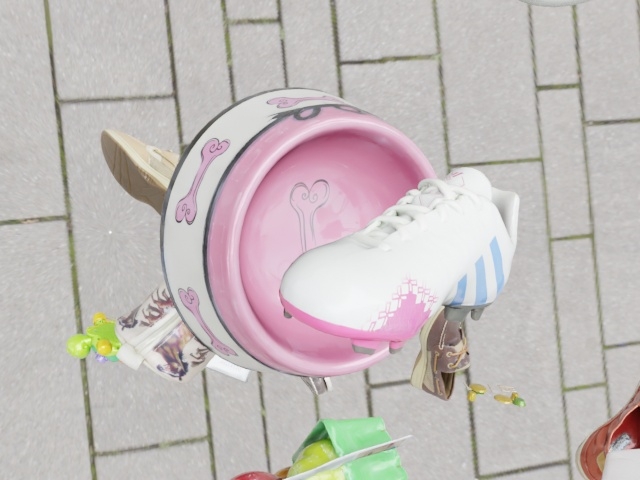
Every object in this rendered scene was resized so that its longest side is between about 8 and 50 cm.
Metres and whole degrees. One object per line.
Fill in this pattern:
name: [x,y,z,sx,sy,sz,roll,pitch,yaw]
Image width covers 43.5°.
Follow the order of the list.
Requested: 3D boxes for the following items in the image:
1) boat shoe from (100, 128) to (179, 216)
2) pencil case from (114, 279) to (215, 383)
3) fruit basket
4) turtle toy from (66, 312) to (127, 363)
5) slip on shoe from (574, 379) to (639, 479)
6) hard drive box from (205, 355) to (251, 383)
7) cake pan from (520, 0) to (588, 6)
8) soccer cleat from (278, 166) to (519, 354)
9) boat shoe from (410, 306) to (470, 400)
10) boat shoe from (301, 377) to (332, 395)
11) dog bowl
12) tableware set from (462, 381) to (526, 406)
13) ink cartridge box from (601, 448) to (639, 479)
boat shoe: [-0.362,-0.145,1.805,0.341,0.122,0.110,41,51,20]
pencil case: [-0.149,0.054,1.303,0.410,0.183,0.160,-45,72,3]
fruit basket: [-0.050,0.416,1.259,0.353,0.327,0.165,-20,67,-27]
turtle toy: [-0.380,0.180,1.417,0.130,0.095,0.066,6,125,-25]
slip on shoe: [0.567,0.289,1.337,0.331,0.101,0.123,-36,83,-17]
hard drive box: [-0.186,0.134,1.556,0.181,0.089,0.232,24,82,-10]
cake pan: [0.268,-0.348,0.730,0.293,0.293,0.054,-16,57,-14]
soccer cleat: [0.080,0.001,0.687,0.116,0.331,0.143,24,104,28]
boat shoe: [0.308,0.259,1.915,0.123,0.342,0.123,34,45,26]
boat shoe: [-0.088,0.237,1.906,0.096,0.117,0.324,-28,74,-19]
dog bowl: [0.000,0.000,1.082,0.407,0.150,0.408,-6,101,-29]
tableware set: [0.447,0.402,2.068,0.154,0.104,0.024,7,105,-13]
ink cartridge box: [0.434,0.403,0.846,0.207,0.119,0.354,-11,97,24]
